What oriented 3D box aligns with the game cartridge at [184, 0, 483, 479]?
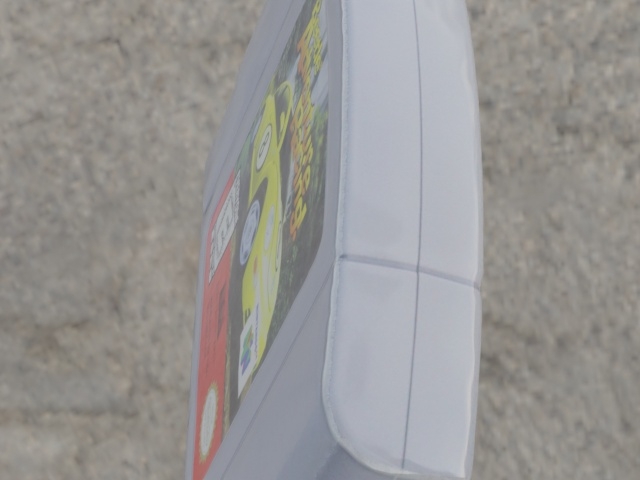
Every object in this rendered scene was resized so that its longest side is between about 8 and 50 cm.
[{"bbox_3d":[0.000,0.000,0.593,0.060,0.196,0.294,15,45,-16],"label":"game cartridge"}]
